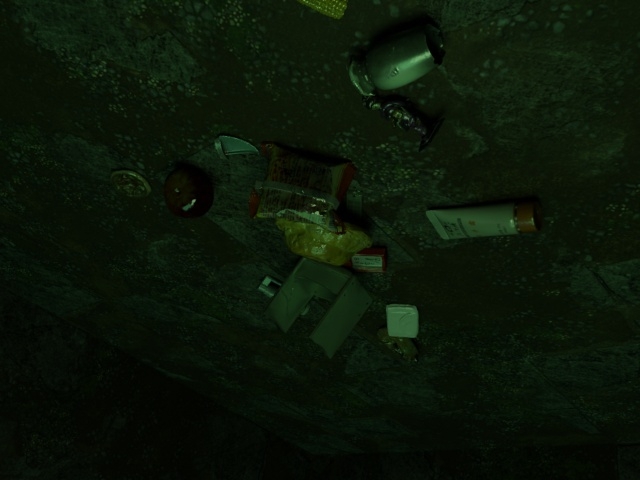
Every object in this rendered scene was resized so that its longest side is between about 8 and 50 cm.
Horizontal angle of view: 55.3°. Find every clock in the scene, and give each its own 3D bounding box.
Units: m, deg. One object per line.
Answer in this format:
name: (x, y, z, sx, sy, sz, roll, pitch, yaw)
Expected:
clock: (0.146, 0.056, 2.041, 0.155, 0.061, 0.113, 4, 146, 10)

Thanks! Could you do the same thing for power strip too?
power strip: (0.102, -0.113, 1.848, 0.050, 0.019, 0.136, 11, 146, 9)

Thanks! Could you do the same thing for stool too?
stool: (-0.007, 0.218, 2.084, 0.243, 0.270, 0.170, 23, 159, 42)

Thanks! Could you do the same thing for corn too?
corn: (-0.054, -0.538, 1.243, 0.248, 0.081, 0.081, 24, 145, -11)

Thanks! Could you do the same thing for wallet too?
wallet: (0.314, 0.311, 2.340, 0.124, 0.032, 0.183, 3, 135, 12)

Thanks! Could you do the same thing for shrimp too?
shrimp: (0.329, 0.434, 2.509, 0.145, 0.061, 0.267, -16, 135, 38)

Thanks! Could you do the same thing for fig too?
fig: (-0.388, -0.135, 1.891, 0.202, 0.149, 0.148, 26, 131, -36)

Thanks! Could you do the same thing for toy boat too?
toy boat: (-0.236, -0.270, 1.750, 0.122, 0.034, 0.096, -4, 143, 11)

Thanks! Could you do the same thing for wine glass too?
wine glass: (0.166, -0.393, 1.339, 0.204, 0.111, 0.111, -14, 137, 37)

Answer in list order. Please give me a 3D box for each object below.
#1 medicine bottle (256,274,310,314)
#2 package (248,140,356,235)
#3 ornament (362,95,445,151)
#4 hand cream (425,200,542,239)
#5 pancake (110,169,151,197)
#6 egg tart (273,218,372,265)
medicine bottle: (-0.137, 0.210, 2.375, 0.220, 0.061, 0.092, 29, 119, -20)
package: (-0.049, -0.147, 1.699, 0.287, 0.224, 0.108, 12, 175, 0)
ornament: (0.193, -0.305, 1.502, 0.203, 0.088, 0.081, 28, 170, 2)
hand cream: (0.461, -0.062, 1.740, 0.314, 0.089, 0.140, -6, 140, 40)
pancake: (-0.625, -0.186, 2.014, 0.139, 0.022, 0.139, 9, 146, 6)
egg tart: (0.000, 0.000, 1.874, 0.318, 0.128, 0.319, 16, 173, 2)
